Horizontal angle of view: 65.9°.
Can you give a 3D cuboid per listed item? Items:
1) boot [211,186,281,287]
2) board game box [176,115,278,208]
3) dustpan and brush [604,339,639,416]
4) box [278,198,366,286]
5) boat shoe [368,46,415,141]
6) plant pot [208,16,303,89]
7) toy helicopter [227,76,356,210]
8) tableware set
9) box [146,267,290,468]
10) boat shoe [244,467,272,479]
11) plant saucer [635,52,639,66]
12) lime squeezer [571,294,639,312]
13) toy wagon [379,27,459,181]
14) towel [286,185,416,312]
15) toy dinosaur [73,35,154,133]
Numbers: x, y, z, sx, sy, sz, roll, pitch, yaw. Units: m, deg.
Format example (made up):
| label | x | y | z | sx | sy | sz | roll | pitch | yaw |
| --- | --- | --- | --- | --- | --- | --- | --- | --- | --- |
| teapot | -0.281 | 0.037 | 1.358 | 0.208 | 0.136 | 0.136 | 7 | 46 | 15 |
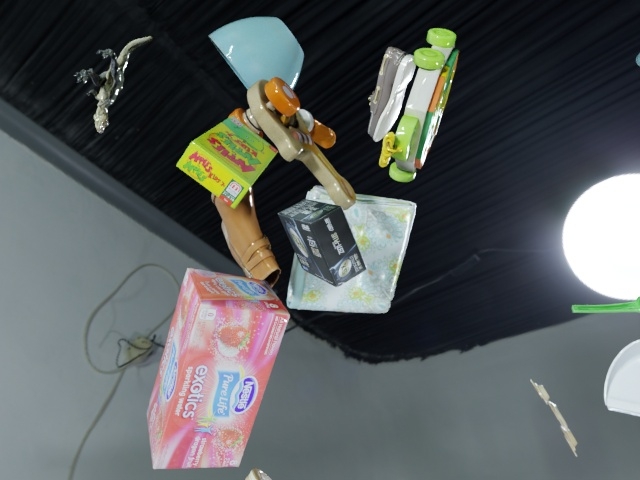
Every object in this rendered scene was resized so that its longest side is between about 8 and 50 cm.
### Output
| label | x | y | z | sx | sy | sz | roll | pitch | yaw |
| --- | --- | --- | --- | --- | --- | --- | --- | --- | --- |
| boot | -0.174 | -0.010 | 1.195 | 0.109 | 0.283 | 0.220 | -20 | 64 | -26 |
| board game box | -0.126 | -0.119 | 0.711 | 0.092 | 0.043 | 0.181 | 38 | 23 | -10 |
| dustpan and brush | 0.592 | 0.203 | 0.869 | 0.060 | 0.147 | 0.211 | 56 | 50 | -38 |
| box | 0.000 | 0.000 | 1.033 | 0.180 | 0.077 | 0.147 | 21 | -43 | 63 |
| boat shoe | 0.223 | -0.493 | 1.687 | 0.096 | 0.324 | 0.116 | 36 | 47 | 18 |
| plant pot | -0.166 | -0.551 | 1.485 | 0.290 | 0.195 | 0.290 | 51 | 3 | -4 |
| toy helicopter | -0.036 | -0.219 | 1.144 | 0.355 | 0.140 | 0.235 | 49 | 23 | -16 |
| tableware set | 0.553 | 0.411 | 1.158 | 0.141 | 0.020 | 0.169 | 57 | 13 | -14 |
| box | -0.180 | 0.217 | 0.836 | 0.154 | 0.300 | 0.142 | 13 | 14 | -28 |
| boat shoe | -0.046 | 0.340 | 0.545 | 0.170 | 0.059 | 0.063 | 51 | -4 | 26 |
| plant saucer | 0.743 | -0.397 | 1.051 | 0.119 | 0.119 | 0.021 | 18 | 82 | -53 |
| lime squeezer | 0.648 | 0.108 | 0.924 | 0.110 | 0.310 | 0.059 | 22 | 51 | -45 |
| toy wagon | 0.196 | -0.245 | 0.976 | 0.344 | 0.068 | 0.267 | -60 | 162 | -45 |
| towel | 0.086 | 0.040 | 1.422 | 0.320 | 0.374 | 0.090 | 7 | 21 | -14 |
| toy dinosaur | -0.500 | -0.393 | 1.170 | 0.064 | 0.268 | 0.118 | 30 | 2 | 15 |
